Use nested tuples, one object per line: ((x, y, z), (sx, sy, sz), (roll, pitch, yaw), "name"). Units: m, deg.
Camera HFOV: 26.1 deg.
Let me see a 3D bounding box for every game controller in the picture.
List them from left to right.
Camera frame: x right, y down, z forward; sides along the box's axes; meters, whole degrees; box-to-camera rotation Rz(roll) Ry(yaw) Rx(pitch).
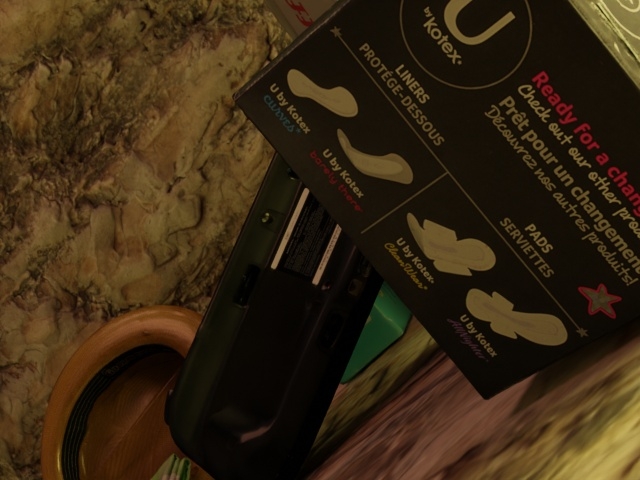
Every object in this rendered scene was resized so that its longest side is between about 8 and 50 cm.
((0.000, 0.000, 0.841), (0.166, 0.067, 0.319), (19, 85, 59), "game controller")

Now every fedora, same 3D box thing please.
((-0.120, 0.146, 1.027), (0.194, 0.194, 0.079), (-42, -35, 13), "fedora")

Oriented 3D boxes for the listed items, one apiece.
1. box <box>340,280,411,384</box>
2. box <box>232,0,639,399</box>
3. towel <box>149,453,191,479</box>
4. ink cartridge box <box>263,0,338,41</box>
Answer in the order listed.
((0.024, 0.020, 1.042), (0.060, 0.100, 0.244), (-41, 3, 15), "box")
((0.112, -0.081, 0.580), (0.142, 0.163, 0.247), (-36, 6, 40), "box")
((-0.134, 0.206, 0.893), (0.113, 0.023, 0.152), (-42, 14, 13), "towel")
((0.078, -0.240, 0.898), (0.160, 0.279, 0.384), (-45, 30, -16), "ink cartridge box")
